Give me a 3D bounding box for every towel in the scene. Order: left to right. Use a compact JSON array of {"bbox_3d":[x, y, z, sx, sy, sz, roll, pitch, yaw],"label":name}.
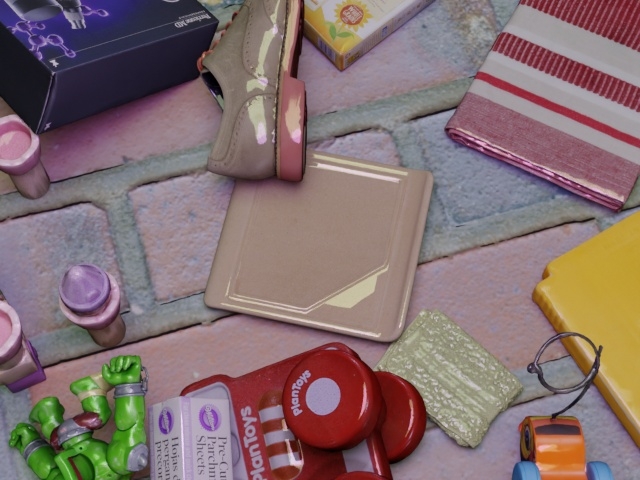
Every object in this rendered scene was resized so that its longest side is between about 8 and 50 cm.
[{"bbox_3d":[0.144,0.153,1.294,0.148,0.027,0.110,38,72,16],"label":"towel"},{"bbox_3d":[0.332,-0.212,1.443,0.237,0.037,0.329,26,68,13],"label":"towel"}]

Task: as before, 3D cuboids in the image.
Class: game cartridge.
[{"bbox_3d":[0.438,0.107,1.302,0.285,0.053,0.324,-28,67,-11],"label":"game cartridge"}]

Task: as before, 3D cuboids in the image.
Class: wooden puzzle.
[{"bbox_3d":[0.000,0.000,1.356,0.238,0.044,0.221,10,67,10],"label":"wooden puzzle"}]

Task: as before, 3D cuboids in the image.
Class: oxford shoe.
[{"bbox_3d":[-0.083,-0.237,1.365,0.130,0.123,0.348,-2,69,0],"label":"oxford shoe"}]

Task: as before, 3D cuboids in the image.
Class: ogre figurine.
[{"bbox_3d":[-0.249,0.212,1.211,0.197,0.097,0.118,-25,68,9],"label":"ogre figurine"}]

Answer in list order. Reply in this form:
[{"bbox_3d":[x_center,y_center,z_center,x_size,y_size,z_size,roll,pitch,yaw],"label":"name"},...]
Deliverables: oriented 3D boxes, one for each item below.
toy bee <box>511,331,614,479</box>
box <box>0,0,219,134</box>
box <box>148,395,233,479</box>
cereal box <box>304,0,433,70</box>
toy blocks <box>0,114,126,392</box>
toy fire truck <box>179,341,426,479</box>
[{"bbox_3d":[0.255,0.248,1.203,0.195,0.162,0.298,22,92,-1],"label":"toy bee"},{"bbox_3d":[-0.281,-0.252,1.371,0.184,0.103,0.261,46,44,15],"label":"box"},{"bbox_3d":[-0.125,0.320,1.148,0.067,0.063,0.324,12,66,-40],"label":"box"},{"bbox_3d":[0.060,-0.352,1.498,0.240,0.047,0.173,-38,72,-14],"label":"cereal box"},{"bbox_3d":[-0.403,0.026,1.228,0.309,0.260,0.289,-28,70,-11],"label":"toy blocks"},{"bbox_3d":[-0.015,0.262,1.195,0.254,0.169,0.302,-22,67,19],"label":"toy fire truck"}]
